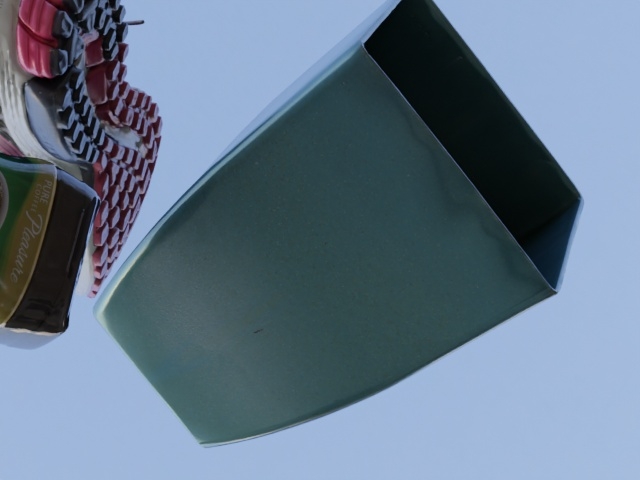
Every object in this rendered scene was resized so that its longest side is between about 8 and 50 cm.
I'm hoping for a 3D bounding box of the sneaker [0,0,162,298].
[{"bbox_3d":[-0.170,-0.073,1.172,0.112,0.121,0.299,13,-31,12],"label":"sneaker"}]

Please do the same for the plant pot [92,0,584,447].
[{"bbox_3d":[0.000,0.000,1.079,0.234,0.166,0.165,-35,-82,22],"label":"plant pot"}]

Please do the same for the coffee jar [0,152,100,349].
[{"bbox_3d":[-0.203,-0.015,0.956,0.184,0.079,0.096,25,-118,-25],"label":"coffee jar"}]
